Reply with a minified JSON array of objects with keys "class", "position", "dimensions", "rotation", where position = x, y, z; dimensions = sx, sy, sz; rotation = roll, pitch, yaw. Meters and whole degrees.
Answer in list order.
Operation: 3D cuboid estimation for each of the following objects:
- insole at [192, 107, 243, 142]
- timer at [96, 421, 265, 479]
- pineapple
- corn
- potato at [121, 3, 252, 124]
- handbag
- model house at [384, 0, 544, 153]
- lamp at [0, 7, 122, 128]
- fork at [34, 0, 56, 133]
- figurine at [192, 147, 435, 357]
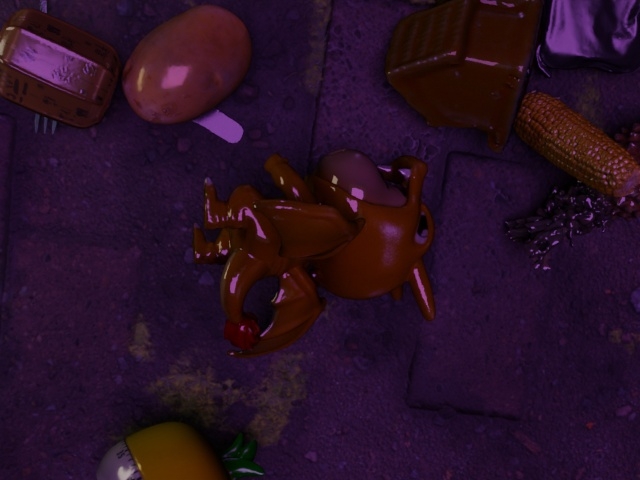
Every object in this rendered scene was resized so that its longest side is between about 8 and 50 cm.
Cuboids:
[{"class":"insole","position":[-0.202,-0.226,1.201],"dimensions":[0.153,0.002,0.053],"rotation":[34,95,-7]},{"class":"timer","position":[-0.221,0.428,1.186],"dimensions":[0.285,0.285,0.285],"rotation":[0,99,-3]},{"class":"pineapple","position":[0.497,-0.081,1.178],"dimensions":[0.361,0.175,0.175],"rotation":[-33,99,1]},{"class":"corn","position":[0.419,-0.163,1.135],"dimensions":[0.091,0.260,0.091],"rotation":[5,122,-36]},{"class":"potato","position":[-0.217,-0.287,1.128],"dimensions":[0.234,0.146,0.150],"rotation":[-38,128,0]},{"class":"handbag","position":[0.475,-0.442,1.168],"dimensions":[0.192,0.075,0.332],"rotation":[4,100,-4]},{"class":"model house","position":[0.238,-0.320,1.149],"dimensions":[0.239,0.173,0.268],"rotation":[14,67,7]},{"class":"lamp","position":[-0.424,-0.271,1.094],"dimensions":[0.185,0.161,0.161],"rotation":[24,97,-23]},{"class":"fork","position":[-0.468,-0.301,1.167],"dimensions":[0.039,0.021,0.235],"rotation":[2,97,-8]},{"class":"figurine","position":[-0.010,0.017,1.133],"dimensions":[0.387,0.268,0.400],"rotation":[-3,133,-19]}]
